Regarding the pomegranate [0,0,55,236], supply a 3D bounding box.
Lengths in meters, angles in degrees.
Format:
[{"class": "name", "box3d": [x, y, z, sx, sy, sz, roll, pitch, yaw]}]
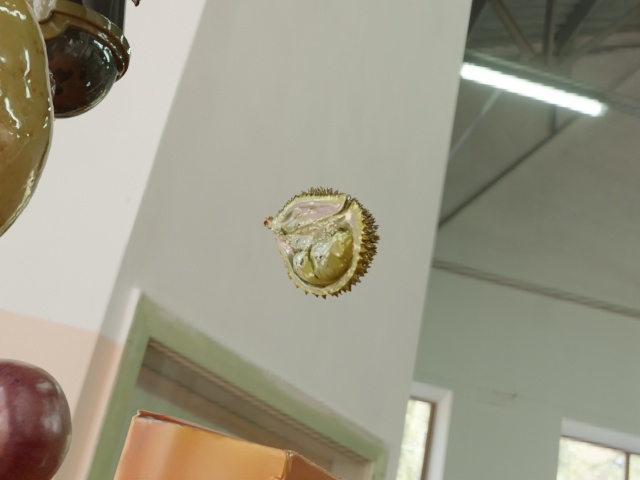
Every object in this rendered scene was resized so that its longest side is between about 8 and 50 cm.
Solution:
[{"class": "pomegranate", "box3d": [-0.248, -0.079, 0.476, 0.215, 0.215, 0.215, 10, -25, 5]}]

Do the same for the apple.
[{"class": "apple", "box3d": [-0.336, 0.201, 0.931, 0.153, 0.153, 0.120, 4, -14, 17]}]

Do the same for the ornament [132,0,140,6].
[{"class": "ornament", "box3d": [-0.283, -0.442, 1.110, 0.106, 0.260, 0.251, -12, -35, -3]}]

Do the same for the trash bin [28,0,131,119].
[{"class": "trash bin", "box3d": [-0.385, -0.331, 1.313, 0.214, 0.333, 0.214, 1, -27, 1]}]

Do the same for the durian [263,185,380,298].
[{"class": "durian", "box3d": [0.000, 0.000, 1.171, 0.208, 0.146, 0.102, 14, 12, 42]}]

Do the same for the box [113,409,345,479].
[{"class": "box", "box3d": [-0.067, 0.300, 0.768, 0.144, 0.224, 0.341, 7, -20, 20]}]
